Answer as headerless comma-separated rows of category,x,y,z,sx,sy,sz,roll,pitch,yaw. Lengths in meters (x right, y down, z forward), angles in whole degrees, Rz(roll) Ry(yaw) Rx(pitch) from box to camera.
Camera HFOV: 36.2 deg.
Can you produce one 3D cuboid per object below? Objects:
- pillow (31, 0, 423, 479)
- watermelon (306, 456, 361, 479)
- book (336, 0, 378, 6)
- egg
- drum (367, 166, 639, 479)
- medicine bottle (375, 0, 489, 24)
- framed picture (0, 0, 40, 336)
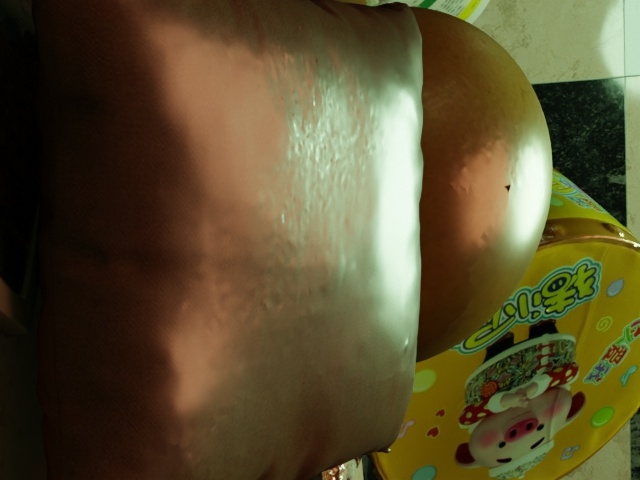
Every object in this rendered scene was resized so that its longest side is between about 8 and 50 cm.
pillow,-0.039,0.008,0.547,0.305,0.108,0.307,-9,102,-54
watermelon,0.008,0.257,1.067,0.187,0.071,0.139,72,21,-60
book,-0.039,-0.205,0.771,0.018,0.170,0.241,59,1,17
egg,0.051,-0.049,0.831,0.351,0.283,0.282,-62,152,-42
drum,0.204,0.110,1.195,0.214,0.431,0.431,-124,-161,-50
medicine bottle,0.043,-0.316,0.977,0.340,0.208,0.208,-4,91,-65
framed picture,-0.161,-0.090,0.399,0.250,0.016,0.184,71,19,-60
